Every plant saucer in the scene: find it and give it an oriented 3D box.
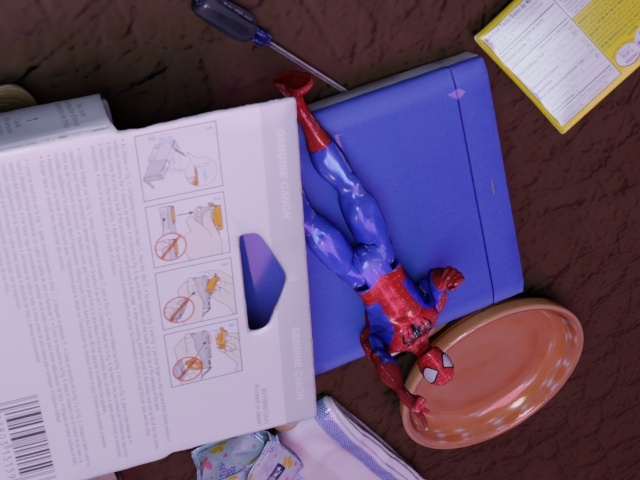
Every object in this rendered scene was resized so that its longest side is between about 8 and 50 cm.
[{"bbox_3d":[0.163,0.126,1.156,0.200,0.037,0.200,-17,138,-16],"label":"plant saucer"}]

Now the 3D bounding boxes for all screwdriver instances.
[{"bbox_3d":[-0.030,-0.142,0.872,0.024,0.025,0.170,-49,140,16],"label":"screwdriver"}]

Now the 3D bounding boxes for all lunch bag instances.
[{"bbox_3d":[-0.065,0.209,1.082,0.083,0.053,0.071,-25,143,9],"label":"lunch bag"}]

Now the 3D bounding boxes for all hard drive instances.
[{"bbox_3d":[0.000,0.000,0.927,0.318,0.040,0.210,-21,114,-15],"label":"hard drive"}]

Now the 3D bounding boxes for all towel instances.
[{"bbox_3d":[-0.046,0.286,1.200,0.285,0.034,0.209,-37,133,6],"label":"towel"}]

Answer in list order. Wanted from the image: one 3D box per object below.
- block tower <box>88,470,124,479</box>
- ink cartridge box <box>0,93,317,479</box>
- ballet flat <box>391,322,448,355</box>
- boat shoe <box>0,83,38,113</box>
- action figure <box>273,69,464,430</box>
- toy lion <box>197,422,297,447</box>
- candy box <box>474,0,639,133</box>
[{"bbox_3d":[-0.233,0.111,0.927,0.097,0.091,0.335,-19,132,-9],"label":"block tower"},{"bbox_3d":[-0.130,0.033,0.805,0.238,0.060,0.275,-13,124,-15],"label":"ink cartridge box"},{"bbox_3d":[0.034,0.073,1.035,0.232,0.073,0.080,2,125,-27],"label":"ballet flat"},{"bbox_3d":[-0.252,-0.068,0.801,0.135,0.045,0.050,-32,126,7],"label":"boat shoe"},{"bbox_3d":[0.042,0.020,0.854,0.091,0.139,0.280,-38,120,-6],"label":"action figure"},{"bbox_3d":[-0.077,0.161,1.087,0.096,0.034,0.100,-27,134,7],"label":"toy lion"},{"bbox_3d":[0.229,-0.189,0.909,0.206,0.027,0.105,-42,92,12],"label":"candy box"}]
